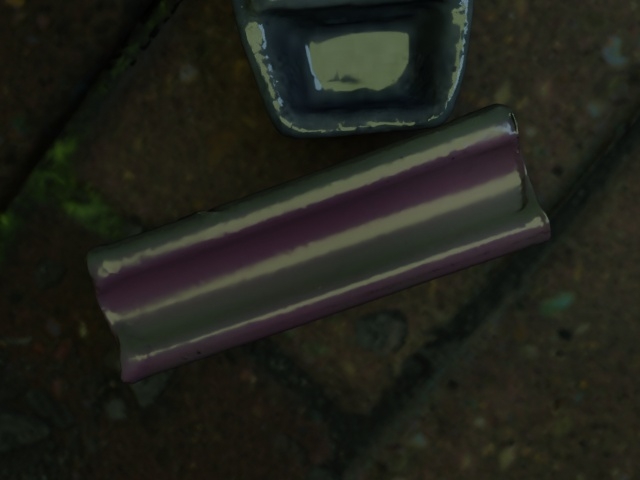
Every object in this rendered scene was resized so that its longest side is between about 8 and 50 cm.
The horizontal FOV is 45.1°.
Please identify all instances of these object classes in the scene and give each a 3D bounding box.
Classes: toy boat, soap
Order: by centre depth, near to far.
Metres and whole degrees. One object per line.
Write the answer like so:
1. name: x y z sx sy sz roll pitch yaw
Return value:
1. soap: 0.000 0.000 0.381 0.203 0.122 0.066 -20 91 7
2. toy boat: 0.012 -0.193 0.387 0.127 0.078 0.283 -3 94 6
